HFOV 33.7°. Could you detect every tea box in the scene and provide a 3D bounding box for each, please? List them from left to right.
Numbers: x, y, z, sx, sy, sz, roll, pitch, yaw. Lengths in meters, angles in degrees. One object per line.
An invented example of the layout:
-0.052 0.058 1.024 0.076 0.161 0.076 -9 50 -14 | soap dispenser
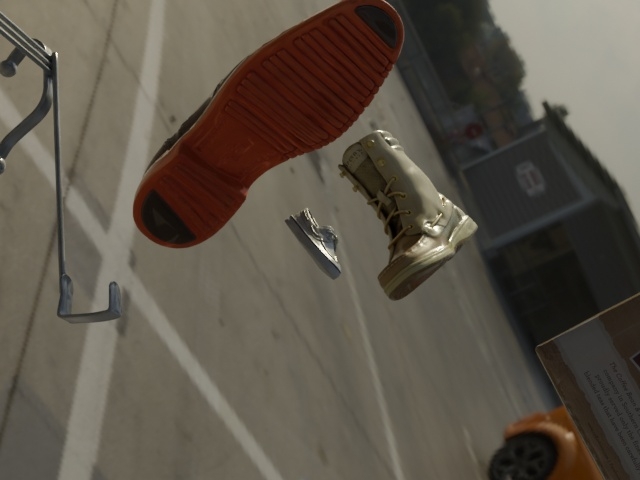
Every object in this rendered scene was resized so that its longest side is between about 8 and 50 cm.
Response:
0.442 0.230 1.314 0.329 0.220 0.323 63 8 13 | tea box

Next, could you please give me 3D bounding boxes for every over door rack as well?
-0.303 -0.091 0.897 0.239 0.108 0.324 44 23 -60 | over door rack

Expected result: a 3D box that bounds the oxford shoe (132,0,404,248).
-0.067 -0.147 1.138 0.130 0.364 0.132 43 22 -27 | oxford shoe

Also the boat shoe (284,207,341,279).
0.000 0.000 1.048 0.100 0.035 0.035 50 -5 49 | boat shoe

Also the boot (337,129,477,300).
0.095 -0.042 1.412 0.203 0.095 0.262 50 33 2 | boot
